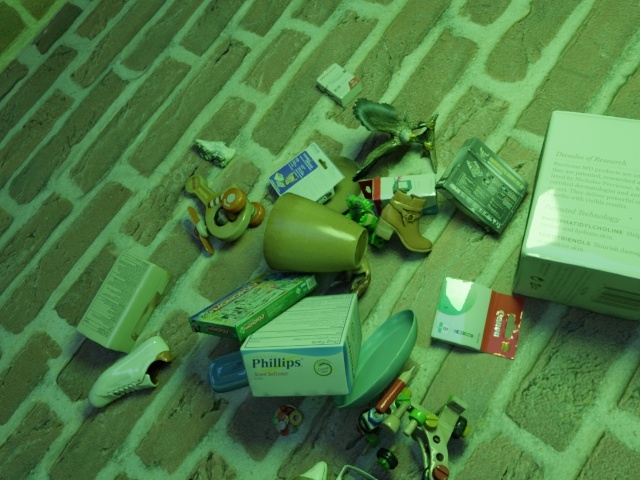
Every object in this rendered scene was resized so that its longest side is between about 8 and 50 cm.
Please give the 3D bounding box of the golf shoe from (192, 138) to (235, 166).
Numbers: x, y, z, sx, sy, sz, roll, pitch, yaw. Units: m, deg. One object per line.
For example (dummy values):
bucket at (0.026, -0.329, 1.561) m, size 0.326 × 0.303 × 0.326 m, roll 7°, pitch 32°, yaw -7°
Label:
golf shoe at (-0.390, -0.337, 1.844) m, size 0.176 × 0.069 × 0.086 m, roll 31°, pitch 59°, yaw 21°

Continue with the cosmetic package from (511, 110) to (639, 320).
cosmetic package at (0.698, -0.054, 1.261) m, size 0.327 × 0.329 × 0.394 m, roll 13°, pitch 72°, yaw 21°

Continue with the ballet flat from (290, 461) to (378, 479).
ballet flat at (0.041, 0.644, 1.294) m, size 0.342 × 0.116 × 0.124 m, roll 0°, pitch 48°, yaw 16°

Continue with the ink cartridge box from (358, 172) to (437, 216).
ink cartridge box at (0.238, -0.134, 1.532) m, size 0.231 × 0.134 × 0.078 m, roll -3°, pitch 68°, yaw 15°

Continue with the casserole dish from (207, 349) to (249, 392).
casserole dish at (-0.264, 0.391, 1.515) m, size 0.188 × 0.037 × 0.114 m, roll -18°, pitch 65°, yaw 7°

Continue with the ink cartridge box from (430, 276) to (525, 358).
ink cartridge box at (0.435, 0.212, 1.382) m, size 0.224 × 0.056 × 0.181 m, roll 11°, pitch 72°, yaw 21°

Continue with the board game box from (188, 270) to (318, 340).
board game box at (-0.187, 0.176, 1.426) m, size 0.213 × 0.046 × 0.317 m, roll 0°, pitch 22°, yaw 41°

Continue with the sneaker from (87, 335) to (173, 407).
sneaker at (-0.587, 0.434, 1.550) m, size 0.290 × 0.106 × 0.123 m, roll -42°, pitch 61°, yaw -5°

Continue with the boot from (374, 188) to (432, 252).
boot at (0.270, -0.055, 1.454) m, size 0.152 × 0.197 × 0.073 m, roll -64°, pitch 20°, yaw 21°

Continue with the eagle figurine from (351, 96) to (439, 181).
eagle figurine at (0.218, -0.318, 1.537) m, size 0.298 × 0.225 × 0.226 m, roll -9°, pitch 71°, yaw -11°

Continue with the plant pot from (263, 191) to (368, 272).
plant pot at (0.000, 0.000, 1.449) m, size 0.254 × 0.237 × 0.237 m, roll 14°, pitch 73°, yaw 21°

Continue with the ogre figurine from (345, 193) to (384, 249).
ogre figurine at (0.134, -0.066, 1.518) m, size 0.097 × 0.197 × 0.118 m, roll -49°, pitch 43°, yaw 4°

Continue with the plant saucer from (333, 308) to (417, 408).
plant saucer at (0.150, 0.313, 1.301) m, size 0.043 × 0.317 × 0.318 m, roll 40°, pitch 82°, yaw -3°

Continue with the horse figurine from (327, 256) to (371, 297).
horse figurine at (0.076, 0.067, 1.534) m, size 0.174 × 0.066 × 0.263 m, roll -39°, pitch 58°, yaw 2°

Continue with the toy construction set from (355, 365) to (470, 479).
toy construction set at (0.241, 0.421, 1.225) m, size 0.257 × 0.309 × 0.237 m, roll 21°, pitch 50°, yaw 37°

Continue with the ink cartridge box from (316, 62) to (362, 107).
ink cartridge box at (0.068, -0.558, 1.797) m, size 0.099 × 0.056 × 0.135 m, roll -44°, pitch 64°, yaw -5°

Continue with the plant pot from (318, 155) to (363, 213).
plant pot at (0.032, -0.171, 1.650) m, size 0.236 × 0.032 × 0.236 m, roll -10°, pitch 61°, yaw 19°

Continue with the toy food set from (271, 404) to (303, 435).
toy food set at (-0.095, 0.512, 1.426) m, size 0.083 × 0.020 × 0.083 m, roll 29°, pitch 79°, yaw 24°

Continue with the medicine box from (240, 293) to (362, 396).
medicine box at (-0.037, 0.275, 1.348) m, size 0.263 × 0.289 × 0.149 m, roll -5°, pitch 109°, yaw 13°

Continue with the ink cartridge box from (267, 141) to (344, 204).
ink cartridge box at (-0.045, -0.197, 1.650) m, size 0.208 × 0.045 × 0.206 m, roll -38°, pitch 56°, yaw 4°

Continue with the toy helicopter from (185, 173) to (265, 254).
toy helicopter at (-0.373, -0.112, 1.723) m, size 0.235 × 0.140 × 0.355 m, roll -51°, pitch 54°, yaw 2°

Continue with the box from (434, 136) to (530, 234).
box at (0.471, -0.157, 1.450) m, size 0.231 × 0.056 × 0.183 m, roll 37°, pitch 80°, yaw -13°

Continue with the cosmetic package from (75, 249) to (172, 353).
cosmetic package at (-0.642, 0.202, 1.649) m, size 0.153 × 0.129 × 0.296 m, roll 22°, pitch 75°, yaw 21°
